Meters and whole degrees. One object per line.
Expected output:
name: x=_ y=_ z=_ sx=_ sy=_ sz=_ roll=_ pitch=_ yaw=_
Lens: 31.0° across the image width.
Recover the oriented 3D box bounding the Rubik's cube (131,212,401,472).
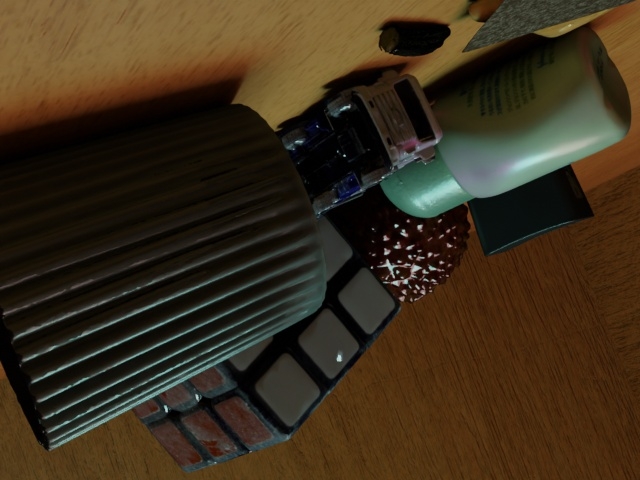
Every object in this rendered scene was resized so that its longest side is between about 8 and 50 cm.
Rubik's cube: x=-0.128 y=0.109 z=1.650 sx=0.305 sy=0.303 sz=0.301 roll=-27 pitch=-166 yaw=51

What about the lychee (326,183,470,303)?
lychee: x=0.092 y=-0.030 z=1.785 sx=0.264 sy=0.300 sz=0.264 roll=-41 pitch=-155 yaw=24

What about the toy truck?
toy truck: x=0.049 y=-0.120 z=1.465 sx=0.155 sy=0.124 sz=0.268 roll=-24 pitch=178 yaw=-31

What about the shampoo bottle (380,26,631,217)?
shampoo bottle: x=0.233 y=-0.145 z=1.563 sx=0.350 sy=0.151 sz=0.221 roll=-24 pitch=-154 yaw=27

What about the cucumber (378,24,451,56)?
cucumber: x=0.105 y=-0.214 z=1.244 sx=0.033 sy=0.034 sz=0.135 roll=-31 pitch=168 yaw=35

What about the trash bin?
trash bin: x=0.307 y=-0.110 z=1.827 sx=0.165 sy=0.225 sz=0.115 roll=-24 pitch=172 yaw=27

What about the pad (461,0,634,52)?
pad: x=0.275 y=-0.259 z=1.236 sx=0.235 sy=0.003 sz=0.158 roll=-19 pitch=173 yaw=-14

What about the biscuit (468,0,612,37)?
biscuit: x=0.277 y=-0.273 z=1.283 sx=0.160 sy=0.030 sz=0.250 roll=-24 pitch=172 yaw=29

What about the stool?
stool: x=-0.192 y=0.023 z=1.225 sx=0.330 sy=0.297 sz=0.297 roll=-21 pitch=174 yaw=-19
